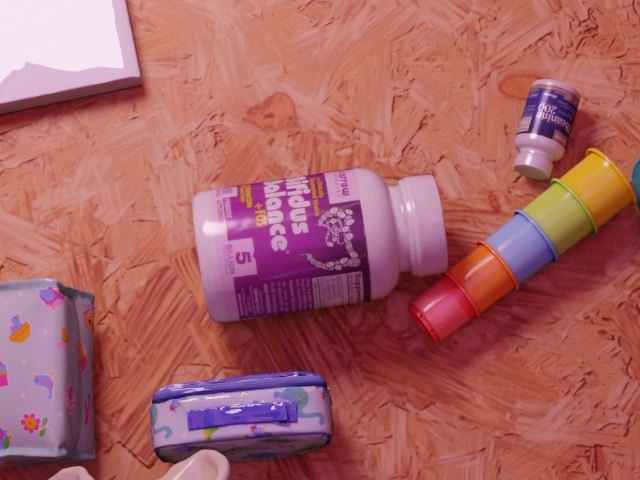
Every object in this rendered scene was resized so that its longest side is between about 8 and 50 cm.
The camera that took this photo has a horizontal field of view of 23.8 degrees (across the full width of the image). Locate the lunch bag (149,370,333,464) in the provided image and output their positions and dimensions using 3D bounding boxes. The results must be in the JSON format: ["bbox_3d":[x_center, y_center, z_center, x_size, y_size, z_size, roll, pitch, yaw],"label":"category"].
[{"bbox_3d":[-0.093,0.215,1.831,0.219,0.176,0.090,-6,77,0],"label":"lunch bag"}]

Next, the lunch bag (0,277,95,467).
[{"bbox_3d":[-0.417,0.167,1.856,0.262,0.160,0.223,-3,79,11],"label":"lunch bag"}]

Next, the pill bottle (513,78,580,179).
[{"bbox_3d":[0.290,-0.143,1.974,0.067,0.067,0.120,17,77,4],"label":"pill bottle"}]

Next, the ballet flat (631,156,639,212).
[{"bbox_3d":[0.502,0.062,1.897,0.147,0.147,0.409,-9,76,-2],"label":"ballet flat"}]

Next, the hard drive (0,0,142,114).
[{"bbox_3d":[-0.386,-0.353,2.038,0.233,0.047,0.353,-12,76,-3],"label":"hard drive"}]

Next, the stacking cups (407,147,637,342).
[{"bbox_3d":[0.255,0.018,1.927,0.316,0.096,0.096,-40,79,-6],"label":"stacking cups"}]

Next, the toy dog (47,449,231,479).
[{"bbox_3d":[-0.135,0.482,1.679,0.284,0.408,0.395,-19,35,27],"label":"toy dog"}]

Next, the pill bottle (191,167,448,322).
[{"bbox_3d":[0.000,0.000,1.888,0.301,0.169,0.169,-9,76,-2],"label":"pill bottle"}]
